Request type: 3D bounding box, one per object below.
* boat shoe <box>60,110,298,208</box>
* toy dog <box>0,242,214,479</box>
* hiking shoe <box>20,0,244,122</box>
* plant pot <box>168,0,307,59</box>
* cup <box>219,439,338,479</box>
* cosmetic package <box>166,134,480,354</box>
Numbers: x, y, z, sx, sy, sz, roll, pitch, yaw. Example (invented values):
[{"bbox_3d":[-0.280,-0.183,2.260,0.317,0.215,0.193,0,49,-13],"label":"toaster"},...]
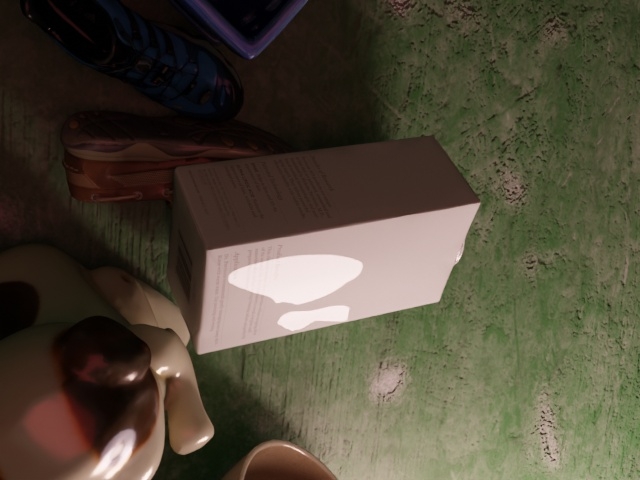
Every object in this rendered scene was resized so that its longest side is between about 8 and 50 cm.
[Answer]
[{"bbox_3d":[-0.184,-0.100,1.010,0.324,0.123,0.117,2,119,-24],"label":"boat shoe"},{"bbox_3d":[-0.290,0.150,0.863,0.284,0.408,0.396,-33,112,-11],"label":"toy dog"},{"bbox_3d":[-0.234,-0.227,0.929,0.304,0.132,0.113,30,119,-19],"label":"hiking shoe"},{"bbox_3d":[-0.115,-0.382,0.906,0.236,0.212,0.236,43,86,-23],"label":"plant pot"},{"bbox_3d":[-0.093,0.500,1.101,0.237,0.331,0.331,-35,115,18],"label":"cup"},{"bbox_3d":[0.000,0.000,1.021,0.384,0.156,0.217,-10,139,-24],"label":"cosmetic package"}]
